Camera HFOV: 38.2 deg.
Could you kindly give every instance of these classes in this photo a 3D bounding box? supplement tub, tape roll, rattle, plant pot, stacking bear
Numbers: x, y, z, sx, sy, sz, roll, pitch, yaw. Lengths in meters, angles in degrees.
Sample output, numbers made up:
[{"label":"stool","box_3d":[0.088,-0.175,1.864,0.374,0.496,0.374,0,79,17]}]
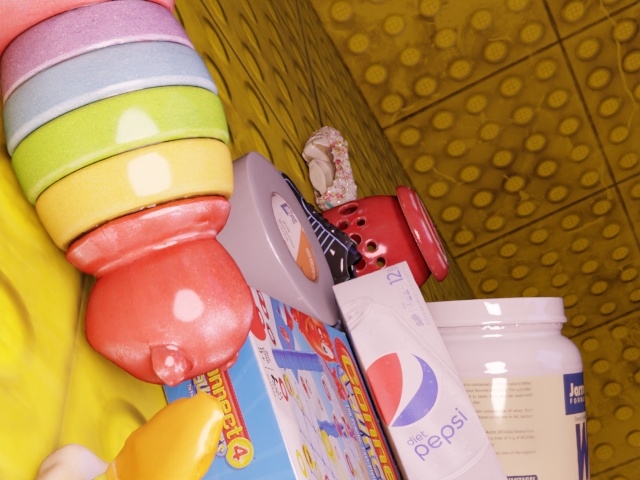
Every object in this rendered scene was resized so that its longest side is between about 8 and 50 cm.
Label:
[{"label":"supplement tub","box_3d":[0.218,0.239,1.173,0.235,0.235,0.325,18,69,-74]},{"label":"tape roll","box_3d":[-0.059,0.011,1.058,0.219,0.072,0.219,59,14,-24]},{"label":"rattle","box_3d":[-0.066,0.187,0.520,0.200,0.142,0.130,55,-5,-15]},{"label":"plant pot","box_3d":[0.102,0.011,1.497,0.191,0.174,0.191,61,10,-18]},{"label":"stacking bear","box_3d":[-0.135,-0.038,0.652,0.175,0.164,0.289,5,65,-76]}]

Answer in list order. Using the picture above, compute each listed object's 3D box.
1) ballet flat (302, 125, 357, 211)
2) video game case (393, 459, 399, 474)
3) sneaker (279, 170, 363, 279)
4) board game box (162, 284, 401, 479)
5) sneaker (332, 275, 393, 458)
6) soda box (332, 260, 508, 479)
[{"label":"ballet flat","box_3d":[0.009,-0.136,1.649,0.077,0.091,0.241,27,29,-34]},{"label":"video game case","box_3d":[0.085,0.256,1.114,0.011,0.122,0.087,16,26,-9]},{"label":"sneaker","box_3d":[0.000,0.000,1.287,0.232,0.090,0.081,65,12,4]},{"label":"board game box","box_3d":[-0.009,0.212,0.820,0.308,0.086,0.302,69,13,20]},{"label":"sneaker","box_3d":[0.061,0.168,1.140,0.283,0.110,0.122,-107,-177,-52]},{"label":"soda box","box_3d":[0.102,0.168,0.977,0.098,0.091,0.286,77,-7,-56]}]
